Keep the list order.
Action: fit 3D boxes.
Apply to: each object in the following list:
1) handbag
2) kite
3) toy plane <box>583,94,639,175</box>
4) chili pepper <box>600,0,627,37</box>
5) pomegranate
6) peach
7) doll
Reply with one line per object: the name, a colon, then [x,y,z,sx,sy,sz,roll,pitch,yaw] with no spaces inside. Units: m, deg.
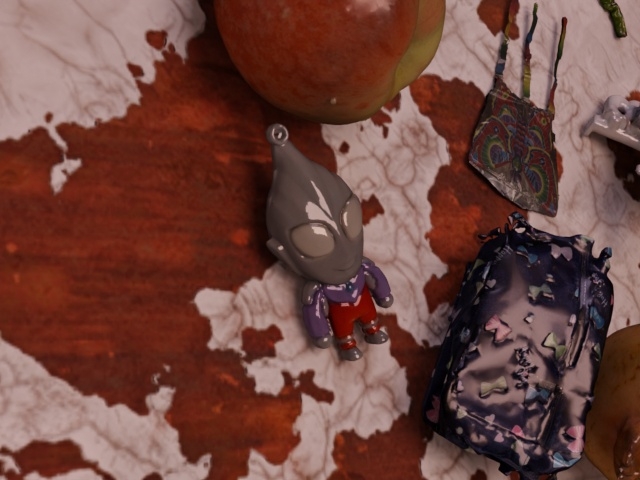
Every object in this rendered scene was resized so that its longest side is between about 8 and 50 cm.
handbag: [0.204,0.107,0.972,0.161,0.113,0.260,23,63,-6]
kite: [0.245,-0.170,1.161,0.152,0.015,0.286,29,63,-31]
toy plane: [0.443,-0.095,1.210,0.244,0.117,0.245,16,35,-12]
chili pepper: [0.394,-0.311,1.311,0.027,0.022,0.083,-27,97,-41]
pomegranate: [0.366,0.174,1.026,0.207,0.207,0.207,12,69,-34]
peach: [-0.005,-0.216,0.885,0.232,0.232,0.233,12,69,-34]
doll: [0.000,0.000,0.885,0.102,0.075,0.228,-28,105,-30]
